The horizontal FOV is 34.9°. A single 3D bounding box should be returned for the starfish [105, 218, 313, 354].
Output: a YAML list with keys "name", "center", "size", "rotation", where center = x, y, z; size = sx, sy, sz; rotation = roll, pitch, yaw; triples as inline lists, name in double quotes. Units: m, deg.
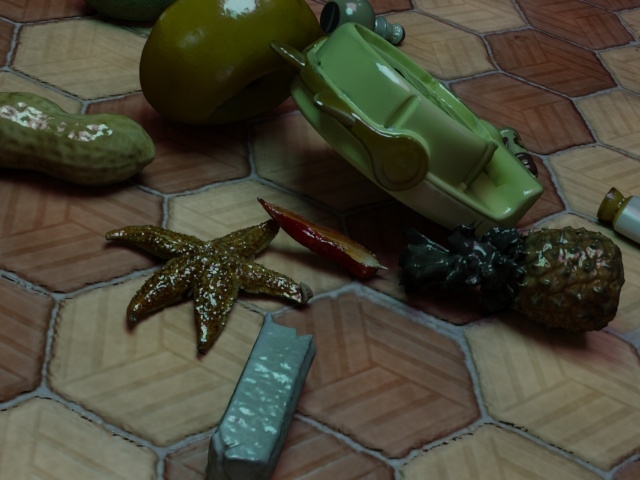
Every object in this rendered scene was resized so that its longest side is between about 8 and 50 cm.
- name: "starfish"
  center: [-0.128, 0.031, 1.118]
  size: [0.241, 0.043, 0.227]
  rotation: [19, 35, 10]

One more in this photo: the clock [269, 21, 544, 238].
- name: "clock"
  center: [0.096, -0.150, 1.254]
  size: [0.348, 0.117, 0.286]
  rotation: [24, 23, -43]

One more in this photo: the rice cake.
- name: "rice cake"
  center: [-0.054, 0.156, 0.956]
  size: [0.063, 0.069, 0.206]
  rotation: [16, 33, 5]

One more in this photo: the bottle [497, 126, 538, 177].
- name: "bottle"
  center: [0.279, -0.117, 1.448]
  size: [0.063, 0.047, 0.101]
  rotation: [9, 36, -25]

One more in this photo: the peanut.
- name: "peanut"
  center: [-0.312, -0.120, 1.211]
  size: [0.230, 0.098, 0.103]
  rotation: [13, 63, -6]

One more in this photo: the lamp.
- name: "lamp"
  center: [0.077, -0.351, 1.671]
  size: [0.163, 0.091, 0.091]
  rotation: [5, 34, -38]

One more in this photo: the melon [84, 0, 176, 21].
- name: "melon"
  center: [-0.289, -0.394, 1.569]
  size: [0.168, 0.114, 0.114]
  rotation: [4, 37, -10]

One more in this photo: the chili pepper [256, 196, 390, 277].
- name: "chili pepper"
  center: [0.000, 0.000, 1.183]
  size: [0.178, 0.027, 0.045]
  rotation: [29, 29, -11]

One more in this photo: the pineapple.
- name: "pineapple"
  center: [0.213, 0.035, 1.167]
  size: [0.248, 0.128, 0.128]
  rotation: [9, 36, 0]

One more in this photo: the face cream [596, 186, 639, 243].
- name: "face cream"
  center: [0.460, -0.010, 1.364]
  size: [0.182, 0.051, 0.072]
  rotation: [30, 40, 19]

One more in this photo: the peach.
- name: "peach"
  center: [-0.117, -0.243, 1.327]
  size: [0.251, 0.251, 0.153]
  rotation: [-13, 72, -33]
